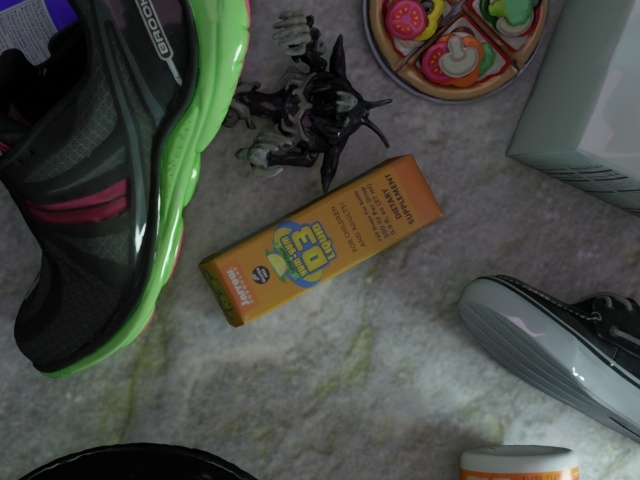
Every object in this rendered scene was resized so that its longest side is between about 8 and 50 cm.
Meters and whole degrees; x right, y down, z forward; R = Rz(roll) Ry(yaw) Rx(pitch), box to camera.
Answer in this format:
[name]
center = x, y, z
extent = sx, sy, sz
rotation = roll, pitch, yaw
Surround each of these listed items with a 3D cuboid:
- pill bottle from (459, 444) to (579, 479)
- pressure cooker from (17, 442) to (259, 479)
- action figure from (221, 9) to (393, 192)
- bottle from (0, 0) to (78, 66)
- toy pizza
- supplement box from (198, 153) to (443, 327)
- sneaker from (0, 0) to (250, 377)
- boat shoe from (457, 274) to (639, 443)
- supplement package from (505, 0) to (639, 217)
[pill bottle]
center = 0.203, 0.322, 1.914
extent = 0.121, 0.121, 0.221
rotation = -1, 90, -15
[pressure cooker]
center = -0.149, 0.404, 1.685
extent = 0.369, 0.420, 0.376
rotation = 1, 67, 5
[action figure]
center = -0.053, -0.136, 1.839
extent = 0.275, 0.141, 0.164
rotation = 6, 87, -12
[bottle]
center = -0.230, -0.195, 1.748
extent = 0.283, 0.092, 0.118
rotation = -21, 115, 19
[toy pizza]
center = 0.142, -0.237, 1.927
extent = 0.201, 0.032, 0.201
rotation = -3, 101, -13
[supplement box]
center = 0.000, 0.000, 1.884
extent = 0.233, 0.080, 0.078
rotation = -29, 95, -11
[sneaker]
center = -0.208, -0.081, 1.692
extent = 0.202, 0.185, 0.483
rotation = 12, 126, -13
[boat shoe]
center = 0.286, 0.110, 1.952
extent = 0.335, 0.121, 0.119
rotation = 34, 74, -23
[supplement package]
center = 0.367, -0.126, 1.918
extent = 0.262, 0.198, 0.199
rotation = 23, 85, -14
